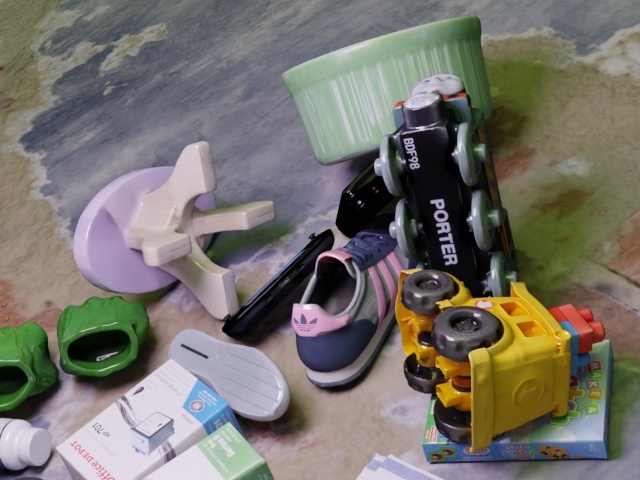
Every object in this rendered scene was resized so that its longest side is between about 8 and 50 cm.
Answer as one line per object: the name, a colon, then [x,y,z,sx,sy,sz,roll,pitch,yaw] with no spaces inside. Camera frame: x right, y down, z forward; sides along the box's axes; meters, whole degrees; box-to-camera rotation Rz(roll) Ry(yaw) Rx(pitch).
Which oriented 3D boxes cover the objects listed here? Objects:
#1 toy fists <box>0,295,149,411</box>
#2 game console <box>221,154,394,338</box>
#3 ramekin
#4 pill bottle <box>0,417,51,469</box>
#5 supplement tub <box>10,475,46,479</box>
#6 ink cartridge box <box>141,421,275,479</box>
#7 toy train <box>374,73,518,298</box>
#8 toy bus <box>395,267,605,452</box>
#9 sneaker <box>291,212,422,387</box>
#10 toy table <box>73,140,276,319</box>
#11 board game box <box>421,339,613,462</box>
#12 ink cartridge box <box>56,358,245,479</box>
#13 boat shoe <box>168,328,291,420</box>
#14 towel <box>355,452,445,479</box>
toy fists: [-0.369,0.155,1.815,0.279,0.096,0.142,-20,23,1]
game console: [0.000,0.000,1.791,0.044,0.213,0.361,45,81,6]
ramekin: [0.107,-0.214,1.923,0.303,0.148,0.303,-16,2,1]
pill bottle: [-0.420,0.269,1.734,0.120,0.067,0.067,1,42,25]
supplement tub: [-0.350,0.374,1.545,0.106,0.106,0.198,-18,37,3]
ink cartridge box: [-0.146,0.330,1.463,0.212,0.154,0.093,-34,39,-16]
toy train: [0.168,-0.045,1.654,0.142,0.334,0.190,-8,24,19]
toy bus: [0.211,0.114,1.524,0.211,0.149,0.220,-15,33,-14]
sneaker: [0.051,0.043,1.742,0.112,0.131,0.319,-2,38,25]
toy table: [-0.198,-0.016,1.857,0.160,0.252,0.274,2,29,38]
board game box: [0.237,0.190,1.555,0.211,0.039,0.160,-4,40,19]
ink cartridge box: [-0.212,0.258,1.643,0.190,0.082,0.139,-37,40,-22]
boat shoe: [-0.103,0.175,1.695,0.226,0.076,0.083,29,84,45]
towel: [0.065,0.369,1.420,0.209,0.034,0.285,19,54,37]
